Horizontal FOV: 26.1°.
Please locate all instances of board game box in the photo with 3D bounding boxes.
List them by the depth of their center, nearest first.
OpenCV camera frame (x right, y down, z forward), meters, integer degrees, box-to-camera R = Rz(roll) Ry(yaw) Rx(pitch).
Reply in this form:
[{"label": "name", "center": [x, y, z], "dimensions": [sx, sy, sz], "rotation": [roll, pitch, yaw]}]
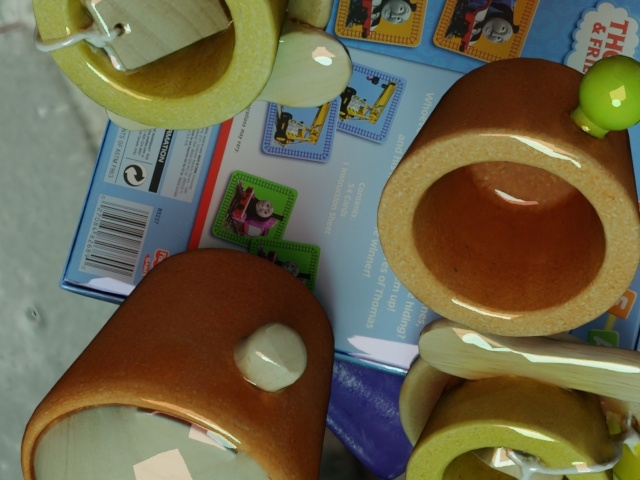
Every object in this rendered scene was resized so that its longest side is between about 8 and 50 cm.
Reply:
[{"label": "board game box", "center": [0.026, -0.032, 0.522], "dimensions": [0.211, 0.039, 0.160], "rotation": [14, 82, 8]}]

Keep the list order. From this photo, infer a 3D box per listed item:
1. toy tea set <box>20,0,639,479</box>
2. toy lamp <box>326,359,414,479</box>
[{"label": "toy tea set", "center": [0.000, 0.000, 0.378], "dimensions": [0.200, 0.124, 0.336], "rotation": [6, 130, 13]}, {"label": "toy lamp", "center": [0.108, 0.105, 0.563], "dimensions": [0.274, 0.080, 0.080], "rotation": [32, 111, 1]}]
